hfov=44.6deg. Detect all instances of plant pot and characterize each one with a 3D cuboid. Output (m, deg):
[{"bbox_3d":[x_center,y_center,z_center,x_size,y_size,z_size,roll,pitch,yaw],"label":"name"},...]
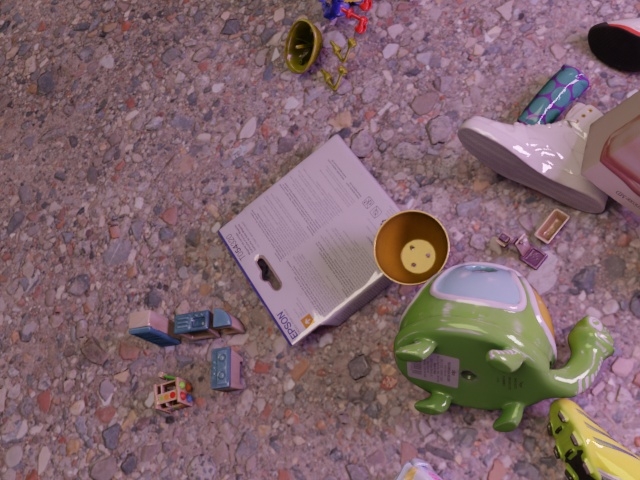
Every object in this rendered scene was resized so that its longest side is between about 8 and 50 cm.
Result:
[{"bbox_3d":[0.170,0.020,1.404,0.134,0.095,0.134,-3,78,15],"label":"plant pot"}]

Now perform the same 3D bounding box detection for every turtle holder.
[{"bbox_3d":[0.285,0.151,1.274,0.320,0.243,0.227,-14,39,38],"label":"turtle holder"}]

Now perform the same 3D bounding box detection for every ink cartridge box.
[{"bbox_3d":[0.000,0.000,1.572,0.330,0.071,0.324,-39,61,6],"label":"ink cartridge box"}]

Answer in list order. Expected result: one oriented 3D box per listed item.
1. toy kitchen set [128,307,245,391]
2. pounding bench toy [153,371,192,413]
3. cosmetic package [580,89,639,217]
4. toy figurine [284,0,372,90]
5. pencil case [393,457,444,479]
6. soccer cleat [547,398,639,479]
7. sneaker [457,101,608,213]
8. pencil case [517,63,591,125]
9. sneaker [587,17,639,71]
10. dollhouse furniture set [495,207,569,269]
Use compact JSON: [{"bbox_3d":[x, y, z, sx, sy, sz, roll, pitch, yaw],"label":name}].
[{"bbox_3d":[-0.271,0.225,1.571,0.207,0.122,0.166,-11,64,21],"label":"toy kitchen set"},{"bbox_3d":[-0.299,0.301,1.593,0.065,0.052,0.083,-20,61,16],"label":"pounding bench toy"},{"bbox_3d":[0.571,-0.174,1.218,0.153,0.296,0.129,32,57,-10],"label":"cosmetic package"},{"bbox_3d":[0.070,-0.542,1.746,0.191,0.217,0.363,31,127,18],"label":"toy figurine"},{"bbox_3d":[0.112,0.492,1.281,0.124,0.113,0.273,41,88,10],"label":"pencil case"},{"bbox_3d":[0.466,0.360,1.206,0.121,0.093,0.289,-20,51,-19],"label":"soccer cleat"},{"bbox_3d":[0.405,-0.186,1.411,0.292,0.108,0.169,28,77,1],"label":"sneaker"},{"bbox_3d":[0.442,-0.260,1.482,0.070,0.064,0.152,41,89,-10],"label":"pencil case"},{"bbox_3d":[0.643,-0.380,1.436,0.145,0.090,0.270,-36,34,-24],"label":"sneaker"},{"bbox_3d":[0.379,-0.027,1.400,0.091,0.081,0.114,39,88,32],"label":"dollhouse furniture set"}]
